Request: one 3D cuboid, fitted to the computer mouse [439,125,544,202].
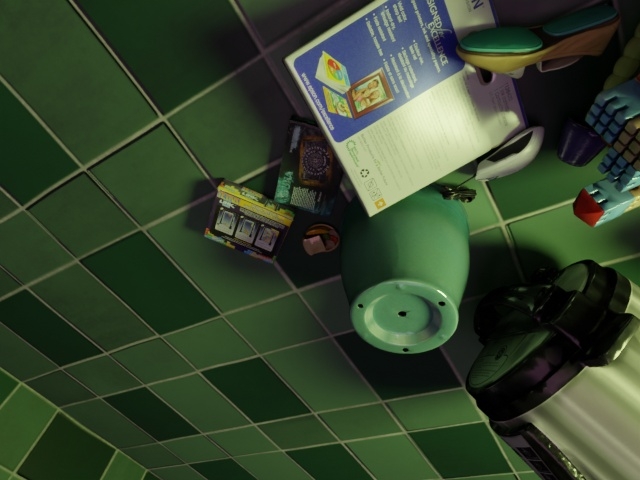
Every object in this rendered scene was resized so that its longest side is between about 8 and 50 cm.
[{"bbox_3d":[0.310,-0.124,0.736,0.193,0.042,0.106,-38,154,30],"label":"computer mouse"}]

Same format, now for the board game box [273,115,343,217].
[{"bbox_3d":[-0.017,-0.140,0.825,0.126,0.026,0.186,17,128,-1],"label":"board game box"}]

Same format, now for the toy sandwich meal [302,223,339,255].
[{"bbox_3d":[0.000,0.000,0.926,0.085,0.029,0.086,5,128,7],"label":"toy sandwich meal"}]

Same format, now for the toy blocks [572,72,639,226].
[{"bbox_3d":[0.469,-0.164,0.533,0.260,0.191,0.381,-24,151,-1],"label":"toy blocks"}]

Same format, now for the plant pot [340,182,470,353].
[{"bbox_3d":[0.158,0.058,0.797,0.271,0.255,0.272,5,127,7],"label":"plant pot"}]

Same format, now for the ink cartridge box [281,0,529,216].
[{"bbox_3d":[0.144,-0.235,0.677,0.307,0.072,0.304,-30,118,5],"label":"ink cartridge box"}]

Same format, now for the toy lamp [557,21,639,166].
[{"bbox_3d":[0.447,-0.241,0.625,0.080,0.080,0.275,14,128,0],"label":"toy lamp"}]

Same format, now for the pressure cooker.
[{"bbox_3d":[0.482,0.243,0.778,0.420,0.375,0.370,42,126,13],"label":"pressure cooker"}]

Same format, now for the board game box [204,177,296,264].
[{"bbox_3d":[-0.156,-0.039,0.917,0.170,0.048,0.141,23,126,-6],"label":"board game box"}]

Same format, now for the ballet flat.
[{"bbox_3d":[0.311,-0.273,0.606,0.232,0.080,0.073,-12,140,2],"label":"ballet flat"}]
